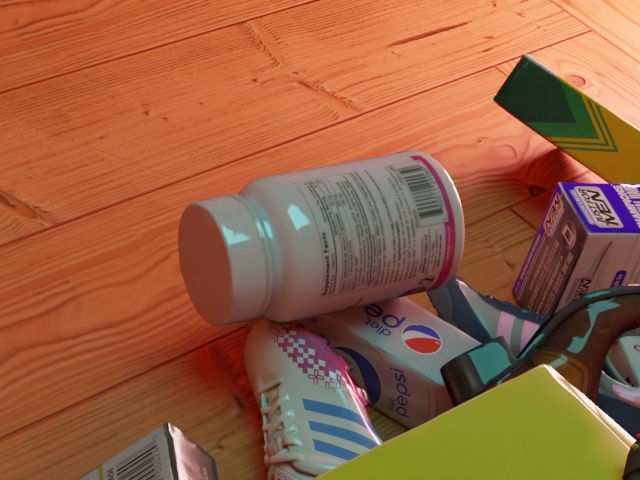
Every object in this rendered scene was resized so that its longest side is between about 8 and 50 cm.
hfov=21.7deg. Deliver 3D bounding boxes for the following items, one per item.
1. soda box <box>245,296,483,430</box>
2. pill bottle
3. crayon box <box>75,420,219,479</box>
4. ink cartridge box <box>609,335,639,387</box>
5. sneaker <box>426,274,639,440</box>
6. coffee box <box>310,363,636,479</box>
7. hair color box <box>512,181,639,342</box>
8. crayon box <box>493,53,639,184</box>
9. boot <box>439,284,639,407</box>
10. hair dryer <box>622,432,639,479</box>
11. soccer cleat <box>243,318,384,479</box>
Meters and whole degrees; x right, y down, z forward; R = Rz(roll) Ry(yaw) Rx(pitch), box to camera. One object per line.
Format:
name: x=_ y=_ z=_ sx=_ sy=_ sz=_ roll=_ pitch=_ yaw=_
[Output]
soda box: x=0.060 y=0.117 z=1.896 sx=0.286 sy=0.091 sz=0.098 roll=30 pitch=42 yaw=16
pill bottle: x=0.000 y=0.000 z=1.813 sx=0.283 sy=0.160 sz=0.160 roll=-11 pitch=46 yaw=-27
crayon box: x=-0.221 y=0.322 z=1.437 sx=0.081 sy=0.318 sz=0.202 roll=44 pitch=21 yaw=-39
ink cartridge box: x=0.420 y=0.200 z=1.949 sx=0.127 sy=0.072 sz=0.175 roll=4 pitch=40 yaw=-17
sneaker: x=0.264 y=0.120 z=1.919 sx=0.319 sy=0.131 sz=0.112 roll=42 pitch=11 yaw=23
coffee box: x=0.155 y=0.371 z=1.421 sx=0.337 sy=0.334 sz=0.338 roll=-21 pitch=52 yaw=-39
hair color box: x=0.430 y=0.029 z=2.074 sx=0.339 sy=0.185 sz=0.110 roll=0 pitch=41 yaw=-22
crayon box: x=0.402 y=-0.111 z=2.213 sx=0.323 sy=0.083 sz=0.203 roll=40 pitch=9 yaw=39
boot: x=0.298 y=0.206 z=1.764 sx=0.264 sy=0.096 sz=0.280 roll=-22 pitch=75 yaw=-22
hair dryer: x=0.296 y=0.268 z=1.269 sx=0.223 sy=0.080 sz=0.293 roll=31 pitch=42 yaw=13
soccer cleat: x=-0.012 y=0.206 z=1.737 sx=0.143 sy=0.116 sz=0.331 roll=-14 pitch=48 yaw=-34
